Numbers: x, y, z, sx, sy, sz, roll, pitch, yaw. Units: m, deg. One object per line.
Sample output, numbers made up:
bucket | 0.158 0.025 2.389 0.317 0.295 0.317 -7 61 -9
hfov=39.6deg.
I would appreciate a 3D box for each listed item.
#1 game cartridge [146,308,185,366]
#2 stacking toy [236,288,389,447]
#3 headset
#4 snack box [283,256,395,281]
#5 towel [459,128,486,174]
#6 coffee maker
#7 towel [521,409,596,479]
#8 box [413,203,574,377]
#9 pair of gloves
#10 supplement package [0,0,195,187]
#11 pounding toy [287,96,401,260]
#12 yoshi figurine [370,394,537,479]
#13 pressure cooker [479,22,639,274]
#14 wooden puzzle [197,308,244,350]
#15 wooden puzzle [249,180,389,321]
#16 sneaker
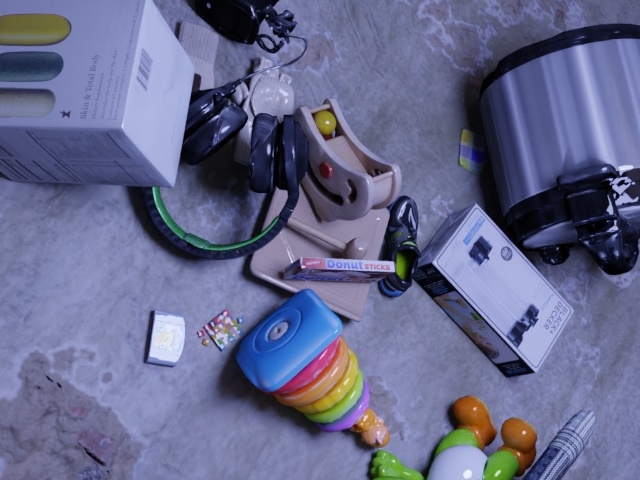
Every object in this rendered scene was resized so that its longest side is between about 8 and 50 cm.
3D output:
game cartridge | -0.238 0.152 1.379 0.056 0.017 0.083 14 70 -29
stacking toy | 0.018 0.240 1.433 0.165 0.175 0.302 -41 118 -3
headset | -0.125 -0.159 1.365 0.243 0.185 0.394 23 94 -2
snack box | 0.032 0.049 1.471 0.178 0.064 0.022 3 71 -29
towel | 0.302 -0.178 1.764 0.060 0.009 0.083 19 68 -24
coffee maker | -0.107 -0.435 1.556 0.171 0.120 0.178 44 60 -20
towel | 0.314 0.450 1.438 0.056 0.324 0.312 38 58 19
box | 0.320 0.095 1.655 0.290 0.087 0.169 47 60 -10
pair of gloves | -0.155 -0.249 1.518 0.240 0.042 0.204 25 66 -21
supplement package | -0.343 -0.204 1.245 0.262 0.198 0.199 3 72 12
pounding toy | 0.021 -0.098 1.464 0.154 0.154 0.270 -23 82 -36
yoshi figurine | 0.187 0.398 1.454 0.203 0.203 0.362 46 61 8
pressure cooker | 0.507 -0.142 1.660 0.369 0.375 0.421 -2 75 -23
wooden puzzle | -0.156 0.145 1.430 0.083 0.006 0.049 -39 96 -31
wooden puzzle | 0.000 0.000 1.538 0.221 0.044 0.239 26 61 -20
sneaker | 0.154 0.008 1.593 0.067 0.078 0.188 18 68 -24
